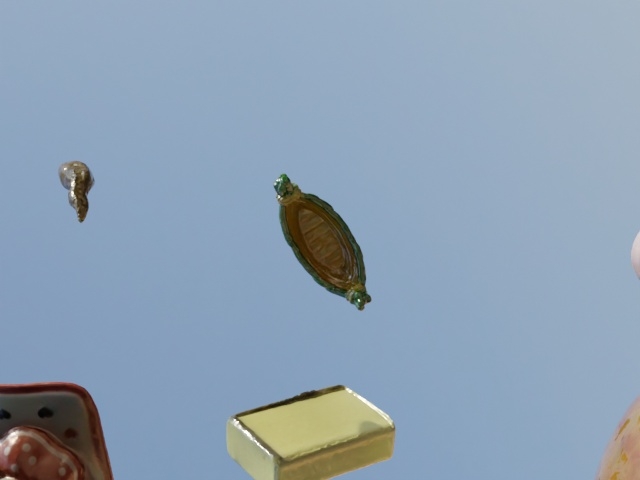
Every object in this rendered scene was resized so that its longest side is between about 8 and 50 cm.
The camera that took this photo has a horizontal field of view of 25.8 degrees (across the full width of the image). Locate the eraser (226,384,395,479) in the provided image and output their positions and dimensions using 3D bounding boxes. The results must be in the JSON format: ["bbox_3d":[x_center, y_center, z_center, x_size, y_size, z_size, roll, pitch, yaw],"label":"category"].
[{"bbox_3d":[-0.012,0.233,1.650,0.172,0.117,0.058,-12,-61,-33],"label":"eraser"}]

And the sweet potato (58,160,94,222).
[{"bbox_3d":[-0.275,-0.066,1.593,0.153,0.038,0.041,-125,35,-63],"label":"sweet potato"}]

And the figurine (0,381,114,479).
[{"bbox_3d":[-0.272,0.254,1.134,0.226,0.160,0.183,-77,-19,-61],"label":"figurine"}]

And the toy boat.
[{"bbox_3d":[0.000,0.000,2.010,0.229,0.089,0.088,55,-177,-11],"label":"toy boat"}]

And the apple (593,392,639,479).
[{"bbox_3d":[0.366,0.231,0.880,0.334,0.400,0.400,-10,-97,-59],"label":"apple"}]

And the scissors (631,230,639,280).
[{"bbox_3d":[0.380,0.076,1.394,0.118,0.030,0.242,-28,-67,-20],"label":"scissors"}]
